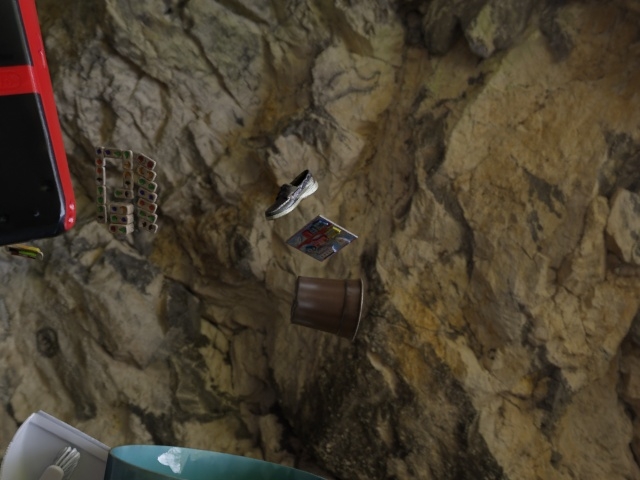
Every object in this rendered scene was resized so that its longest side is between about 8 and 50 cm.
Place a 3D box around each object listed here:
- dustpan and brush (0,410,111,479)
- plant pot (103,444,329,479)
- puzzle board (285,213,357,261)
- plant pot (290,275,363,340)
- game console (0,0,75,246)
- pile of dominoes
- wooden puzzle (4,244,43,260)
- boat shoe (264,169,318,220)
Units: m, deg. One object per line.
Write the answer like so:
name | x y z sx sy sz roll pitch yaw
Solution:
dustpan and brush | -0.388 0.360 0.693 0.211 0.147 0.060 -57 -173 9
plant pot | -0.138 0.398 0.612 0.293 0.293 0.235 -8 -116 43
puzzle board | 0.000 0.000 1.037 0.128 0.096 0.011 -35 -147 46
plant pot | 0.011 0.166 1.316 0.167 0.165 0.166 -170 -90 -86
game console | -0.470 -0.138 0.481 0.387 0.341 0.060 -12 -176 -18
pile of dominoes | -0.582 -0.143 1.497 0.196 0.251 0.040 6 -165 8
wooden puzzle | -0.598 0.025 1.019 0.116 0.079 0.014 152 -48 -64
boat shoe | -0.065 -0.094 1.034 0.056 0.049 0.152 -3 -149 42
